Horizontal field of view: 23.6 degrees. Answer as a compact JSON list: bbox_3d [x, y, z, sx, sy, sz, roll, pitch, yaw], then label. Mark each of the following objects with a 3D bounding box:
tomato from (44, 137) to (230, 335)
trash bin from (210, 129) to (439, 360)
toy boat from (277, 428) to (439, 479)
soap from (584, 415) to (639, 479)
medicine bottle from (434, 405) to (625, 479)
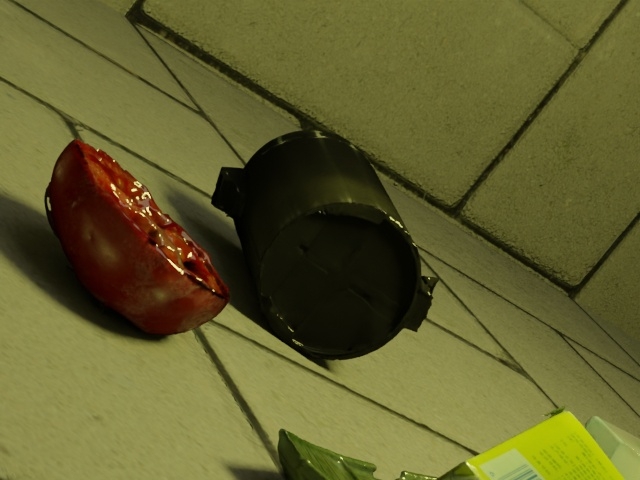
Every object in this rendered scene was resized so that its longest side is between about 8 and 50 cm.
[{"bbox_3d":[-0.187,0.014,1.497,0.228,0.101,0.228,44,7,-7],"label":"tomato"},{"bbox_3d":[0.000,0.000,1.901,0.252,0.202,0.301,15,17,-14],"label":"trash bin"},{"bbox_3d":[0.046,0.235,1.420,0.293,0.055,0.093,27,16,-49],"label":"toy boat"},{"bbox_3d":[0.496,0.373,2.227,0.290,0.095,0.173,29,13,-38],"label":"soap"},{"bbox_3d":[0.171,0.255,1.355,0.141,0.137,0.250,51,26,17],"label":"medicine bottle"}]
